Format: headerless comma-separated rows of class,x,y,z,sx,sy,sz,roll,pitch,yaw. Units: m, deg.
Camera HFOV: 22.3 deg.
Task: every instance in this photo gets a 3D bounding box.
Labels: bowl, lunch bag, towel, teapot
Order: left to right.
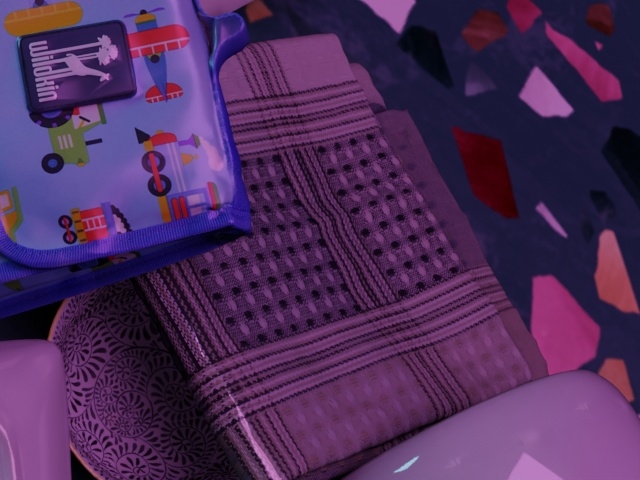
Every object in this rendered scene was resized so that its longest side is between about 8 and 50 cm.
lunch bag,-0.180,-0.076,0.961,0.293,0.138,0.221,-16,79,5
bowl,-0.110,0.098,1.055,0.170,0.080,0.170,10,68,-26
towel,0.000,0.000,1.095,0.324,0.056,0.312,-11,66,-49
teapot,0.119,0.213,1.043,0.252,0.256,0.187,2,58,-58

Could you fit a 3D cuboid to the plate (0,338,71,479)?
plate,-0.268,0.197,0.903,0.278,0.045,0.277,-3,79,-16

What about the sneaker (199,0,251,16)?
sneaker,-0.085,-0.290,1.114,0.323,0.130,0.236,-40,125,-43
